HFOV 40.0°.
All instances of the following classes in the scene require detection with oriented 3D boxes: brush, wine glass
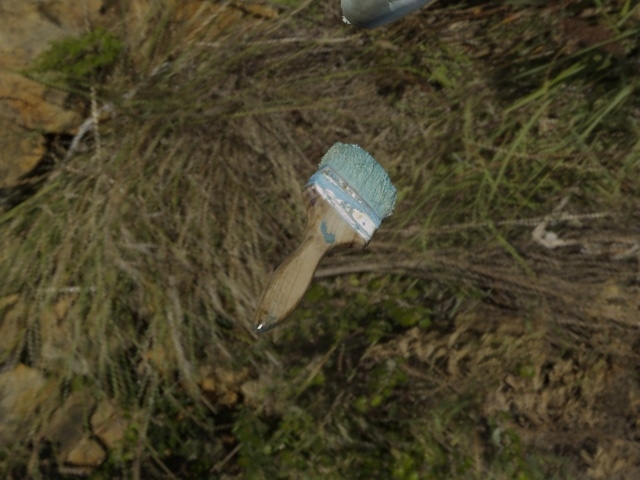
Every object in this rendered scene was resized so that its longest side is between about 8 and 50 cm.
[{"bbox_3d":[0.000,0.000,0.607,0.070,0.196,0.021,46,135,-11],"label":"brush"},{"bbox_3d":[0.092,-0.227,0.697,0.074,0.074,0.262,57,156,-10],"label":"wine glass"}]
